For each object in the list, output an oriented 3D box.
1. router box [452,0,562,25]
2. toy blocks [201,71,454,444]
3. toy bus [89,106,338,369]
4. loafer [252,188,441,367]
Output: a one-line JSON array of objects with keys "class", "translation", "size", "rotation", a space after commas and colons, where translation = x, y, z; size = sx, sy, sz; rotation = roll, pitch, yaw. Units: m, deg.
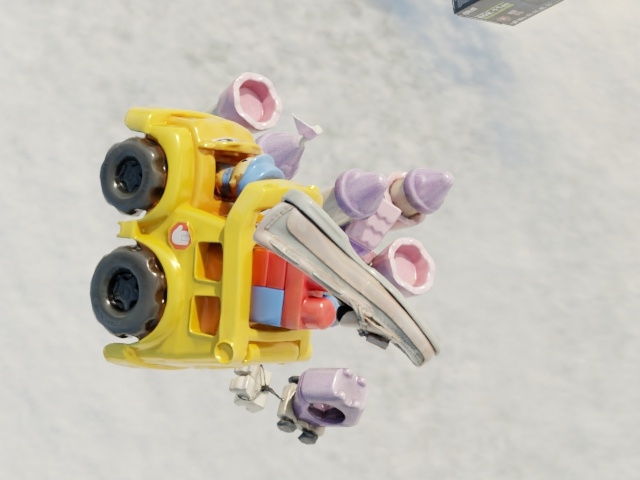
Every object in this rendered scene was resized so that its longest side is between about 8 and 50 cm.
[{"class": "router box", "translation": [0.221, -0.285, 1.973], "size": [0.122, 0.092, 0.038], "rotation": [-24, 65, 52]}, {"class": "toy blocks", "translation": [0.000, 0.000, 1.838], "size": [0.260, 0.288, 0.309], "rotation": [-26, 41, 47]}, {"class": "toy bus", "translation": [-0.066, 0.003, 1.426], "size": [0.211, 0.149, 0.220], "rotation": [3, 89, 37]}, {"class": "loafer", "translation": [0.013, 0.028, 0.972], "size": [0.039, 0.045, 0.125], "rotation": [-44, 97, -13]}]
